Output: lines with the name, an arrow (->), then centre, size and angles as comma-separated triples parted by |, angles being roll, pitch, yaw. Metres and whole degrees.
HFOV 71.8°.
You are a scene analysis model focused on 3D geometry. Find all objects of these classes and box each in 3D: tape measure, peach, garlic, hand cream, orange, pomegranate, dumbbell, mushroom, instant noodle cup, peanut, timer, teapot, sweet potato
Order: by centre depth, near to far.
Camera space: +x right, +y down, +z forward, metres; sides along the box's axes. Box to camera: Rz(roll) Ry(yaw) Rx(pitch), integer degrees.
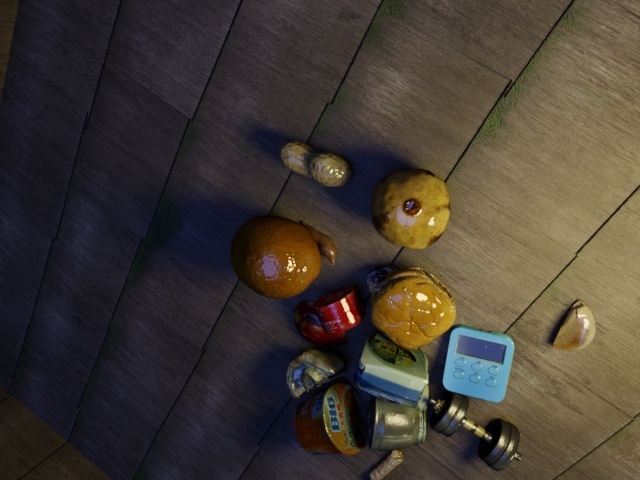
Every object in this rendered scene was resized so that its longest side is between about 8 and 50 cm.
pomegranate -> 0.305, -0.104, 1.505 | 0.281, 0.281, 0.281 | 6, 108, 19
garlic -> 0.879, 0.308, 1.511 | 0.101, 0.087, 0.195 | 29, 118, 24
peanut -> -0.027, -0.288, 1.641 | 0.299, 0.136, 0.120 | 24, 80, 14
timer -> 0.591, 0.458, 1.665 | 0.232, 0.091, 0.249 | 9, 106, 19
tape measure -> 0.279, 0.470, 1.691 | 0.259, 0.262, 0.138 | 19, 120, 7
dumbbell -> 0.587, 0.717, 1.694 | 0.388, 0.185, 0.185 | 31, 115, 8
orange -> -0.180, 0.057, 1.708 | 0.357, 0.322, 0.321 | 29, 118, 41
hand cream -> 0.076, 0.273, 1.747 | 0.193, 0.193, 0.125 | -24, 97, 26
sweet potato -> 0.006, -0.003, 1.761 | 0.068, 0.068, 0.226 | -44, 74, 26
teapot -> 0.317, 0.693, 1.807 | 0.240, 0.321, 0.239 | 6, 151, 3
peach -> -0.007, 0.377, 1.880 | 0.279, 0.068, 0.189 | 31, 117, 9
instant noodle cup -> 0.036, 0.771, 1.880 | 0.214, 0.296, 0.296 | -30, 94, 34
mushroom -> -0.025, 0.543, 1.882 | 0.267, 0.190, 0.164 | -45, 67, 39

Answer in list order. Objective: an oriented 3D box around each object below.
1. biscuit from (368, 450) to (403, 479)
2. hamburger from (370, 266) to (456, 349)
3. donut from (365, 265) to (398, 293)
biscuit -> 0.288, 1.008, 1.970 | 0.061, 0.055, 0.219 | 44, 117, 15
hamburger -> 0.334, 0.248, 1.628 | 0.319, 0.158, 0.318 | 1, 117, 2
donut -> 0.250, 0.154, 1.715 | 0.141, 0.059, 0.140 | 6, 108, 18
